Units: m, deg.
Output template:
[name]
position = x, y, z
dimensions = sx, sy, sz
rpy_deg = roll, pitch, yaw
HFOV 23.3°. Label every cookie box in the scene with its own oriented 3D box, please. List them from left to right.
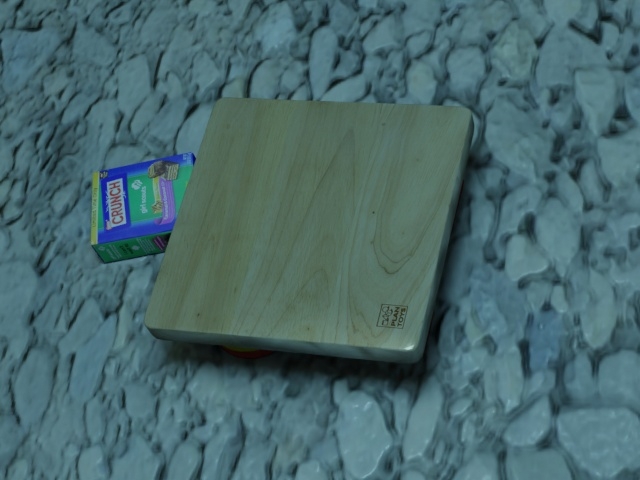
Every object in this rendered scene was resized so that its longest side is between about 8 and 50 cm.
[cookie box]
position = -0.170, -0.032, 1.535
dimensions = 0.107, 0.040, 0.092
rpy_deg = -11, 56, 10

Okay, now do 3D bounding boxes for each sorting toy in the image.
[sorting toy]
position = 0.000, 0.000, 1.432
dimensions = 0.255, 0.089, 0.257
rpy_deg = 4, 59, 19
